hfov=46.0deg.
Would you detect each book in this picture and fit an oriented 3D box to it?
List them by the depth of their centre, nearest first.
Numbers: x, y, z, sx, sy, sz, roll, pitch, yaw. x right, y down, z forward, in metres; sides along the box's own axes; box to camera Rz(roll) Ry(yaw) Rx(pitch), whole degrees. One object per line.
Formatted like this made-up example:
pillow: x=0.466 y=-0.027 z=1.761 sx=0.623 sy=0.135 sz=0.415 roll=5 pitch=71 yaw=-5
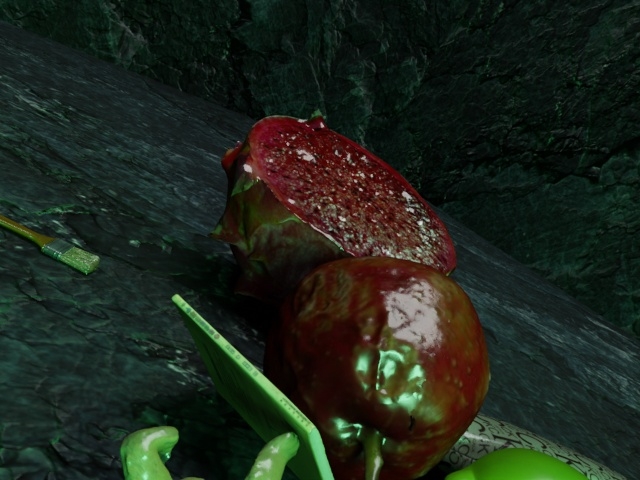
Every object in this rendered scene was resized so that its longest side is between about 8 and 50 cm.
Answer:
book: x=-0.057 y=0.149 z=0.683 sx=0.192 sy=0.013 sz=0.168 roll=37 pitch=-25 yaw=34

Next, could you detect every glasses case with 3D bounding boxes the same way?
glasses case: x=0.256 y=0.275 z=0.880 sx=0.355 sy=0.085 sz=0.137 roll=24 pitch=-1 yaw=-13

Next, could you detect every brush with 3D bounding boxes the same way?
brush: x=-0.349 y=-0.005 z=0.915 sx=0.170 sy=0.014 sz=0.043 roll=26 pitch=14 yaw=-2

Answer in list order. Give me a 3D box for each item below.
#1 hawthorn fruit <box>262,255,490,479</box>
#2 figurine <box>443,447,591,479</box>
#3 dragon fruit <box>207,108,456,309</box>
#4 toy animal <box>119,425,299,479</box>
hawthorn fruit: x=0.057 y=0.144 z=0.733 sx=0.210 sy=0.230 sz=0.266 roll=52 pitch=17 yaw=-26
figurine: x=0.217 y=0.283 z=0.713 sx=0.263 sy=0.143 sz=0.162 roll=32 pitch=3 yaw=-41
dragon fruit: x=0.000 y=0.000 z=1.124 sx=0.386 sy=0.249 sz=0.371 roll=14 pitch=34 yaw=-36
toy animal: x=-0.079 y=0.202 z=0.533 sx=0.219 sy=0.103 sz=0.101 roll=18 pitch=35 yaw=-45
